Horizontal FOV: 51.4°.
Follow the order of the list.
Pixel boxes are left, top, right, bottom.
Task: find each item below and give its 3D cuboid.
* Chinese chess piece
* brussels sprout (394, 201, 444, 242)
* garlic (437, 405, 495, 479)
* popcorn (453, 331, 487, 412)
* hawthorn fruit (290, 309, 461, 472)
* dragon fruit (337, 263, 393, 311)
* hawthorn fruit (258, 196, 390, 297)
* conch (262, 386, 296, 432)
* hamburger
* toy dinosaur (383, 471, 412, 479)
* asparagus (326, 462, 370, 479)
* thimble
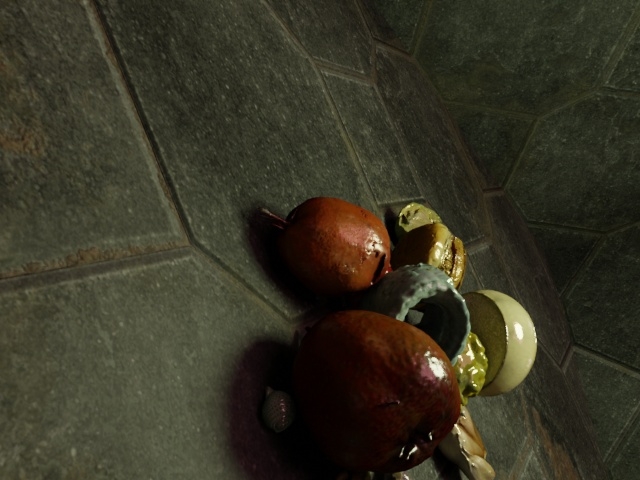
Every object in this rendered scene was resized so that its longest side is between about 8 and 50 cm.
[{"bbox_3d":[0.416,0.260,1.697,0.112,0.270,0.270,11,55,-33],"label":"Chinese chess piece"},{"bbox_3d":[0.288,-0.028,2.021,0.151,0.122,0.149,5,49,-21],"label":"brussels sprout"},{"bbox_3d":[0.349,0.494,1.702,0.217,0.110,0.228,-94,159,-57],"label":"garlic"},{"bbox_3d":[0.273,0.303,1.584,0.225,0.249,0.249,90,-13,-67],"label":"popcorn"},{"bbox_3d":[0.076,0.254,1.221,0.369,0.285,0.284,30,-4,45],"label":"hawthorn fruit"},{"bbox_3d":[0.120,0.136,1.532,0.172,0.160,0.166,66,-16,-6],"label":"dragon fruit"},{"bbox_3d":[0.000,0.000,1.393,0.299,0.211,0.211,29,41,-24],"label":"hawthorn fruit"},{"bbox_3d":[-0.068,0.294,1.162,0.076,0.056,0.085,57,25,-44],"label":"conch"},{"bbox_3d":[0.285,0.069,1.820,0.163,0.244,0.244,31,40,-25],"label":"hamburger"},{"bbox_3d":[0.159,0.476,1.384,0.251,0.072,0.200,-52,127,-75],"label":"toy dinosaur"},{"bbox_3d":[0.055,0.434,1.238,0.080,0.080,0.287,64,14,-2],"label":"asparagus"},{"bbox_3d":[0.196,0.171,1.398,0.204,0.250,0.172,24,5,-23],"label":"thimble"}]
